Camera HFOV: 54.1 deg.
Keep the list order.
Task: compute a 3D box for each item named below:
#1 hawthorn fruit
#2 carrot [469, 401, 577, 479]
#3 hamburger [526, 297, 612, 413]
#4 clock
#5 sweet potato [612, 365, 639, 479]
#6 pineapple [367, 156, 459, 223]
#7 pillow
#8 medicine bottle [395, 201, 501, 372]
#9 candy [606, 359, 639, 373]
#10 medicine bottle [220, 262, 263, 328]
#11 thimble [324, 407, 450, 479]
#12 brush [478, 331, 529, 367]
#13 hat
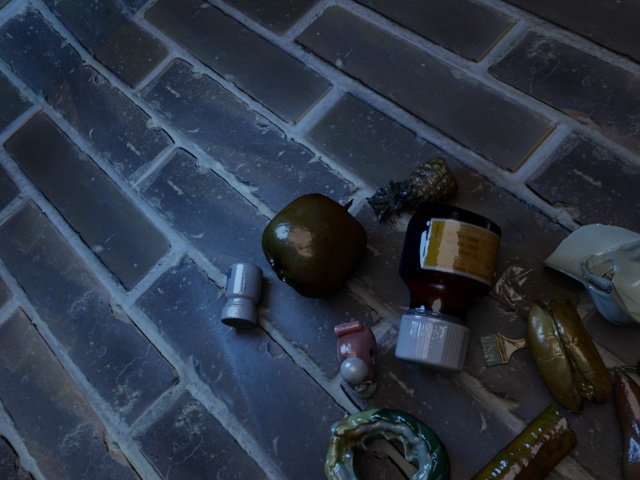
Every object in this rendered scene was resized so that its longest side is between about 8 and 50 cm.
[{"bbox_3d":[0.000,0.000,1.703,0.301,0.267,0.268,-42,60,-9],"label":"hawthorn fruit"},{"bbox_3d":[0.452,0.501,1.395,0.302,0.114,0.114,-41,60,-7],"label":"carrot"},{"bbox_3d":[0.554,0.256,1.439,0.144,0.157,0.283,-28,70,21],"label":"hamburger"},{"bbox_3d":[0.099,0.303,1.574,0.093,0.166,0.162,-13,55,11],"label":"clock"},{"bbox_3d":[0.699,0.453,1.349,0.106,0.095,0.354,14,63,-26],"label":"sweet potato"},{"bbox_3d":[0.256,-0.135,1.763,0.248,0.128,0.128,-26,60,10],"label":"pineapple"},{"bbox_3d":[0.531,0.135,1.589,0.211,0.034,0.135,39,84,30],"label":"pillow"},{"bbox_3d":[0.299,0.123,1.565,0.243,0.242,0.395,13,82,23],"label":"medicine bottle"},{"bbox_3d":[0.697,0.298,1.459,0.185,0.049,0.055,-6,56,24],"label":"candy"},{"bbox_3d":[-0.221,0.156,1.777,0.105,0.105,0.168,-3,64,16],"label":"medicine bottle"},{"bbox_3d":[0.152,0.517,1.448,0.288,0.167,0.254,25,74,25],"label":"thimble"},{"bbox_3d":[0.502,0.255,1.553,0.205,0.011,0.083,-14,61,10],"label":"brush"},{"bbox_3d":[0.687,0.091,1.514,0.258,0.168,0.301,-33,32,-26],"label":"hat"}]
